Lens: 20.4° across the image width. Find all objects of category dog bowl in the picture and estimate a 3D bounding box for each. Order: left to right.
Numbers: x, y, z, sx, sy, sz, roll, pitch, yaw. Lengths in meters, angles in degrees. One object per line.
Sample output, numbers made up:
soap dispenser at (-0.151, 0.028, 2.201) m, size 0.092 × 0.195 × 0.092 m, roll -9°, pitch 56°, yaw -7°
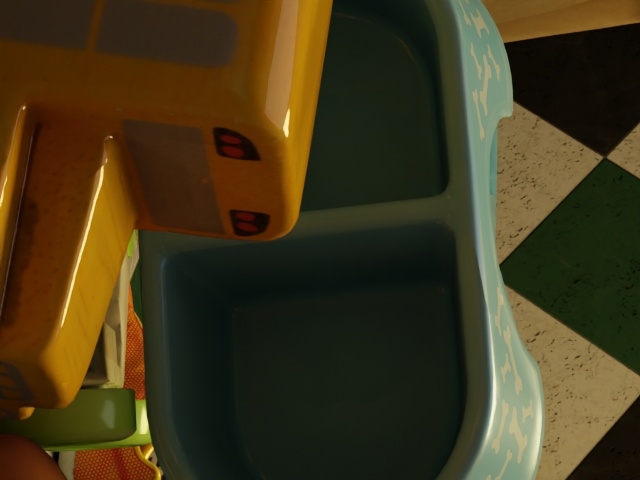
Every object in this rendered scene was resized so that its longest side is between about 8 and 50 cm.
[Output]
dog bowl at (0.000, 0.000, 0.732) m, size 0.074 × 0.166 × 0.297 m, roll 49°, pitch 36°, yaw -73°

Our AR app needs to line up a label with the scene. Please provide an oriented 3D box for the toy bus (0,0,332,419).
toy bus at (-0.058, -0.112, 0.561) m, size 0.108 × 0.130 × 0.333 m, roll 89°, pitch 9°, yaw -69°

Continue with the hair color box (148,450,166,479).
hair color box at (-0.080, 0.298, 1.226) m, size 0.185 × 0.110 × 0.339 m, roll 86°, pitch 2°, yaw -80°

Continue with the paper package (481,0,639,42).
paper package at (0.007, -0.259, 0.981) m, size 0.168 × 0.325 × 0.309 m, roll 65°, pitch 19°, yaw -61°

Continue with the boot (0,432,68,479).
boot at (0.005, 0.140, 0.580) m, size 0.283 × 0.220 × 0.109 m, roll 59°, pitch -1°, yaw 34°

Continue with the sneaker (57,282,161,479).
sneaker at (-0.109, 0.078, 0.987) m, size 0.064 × 0.067 × 0.175 m, roll 85°, pitch -1°, yaw -52°

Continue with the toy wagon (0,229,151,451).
toy wagon at (-0.113, -0.041, 0.786) m, size 0.344 × 0.068 × 0.267 m, roll 99°, pitch -12°, yaw -82°
